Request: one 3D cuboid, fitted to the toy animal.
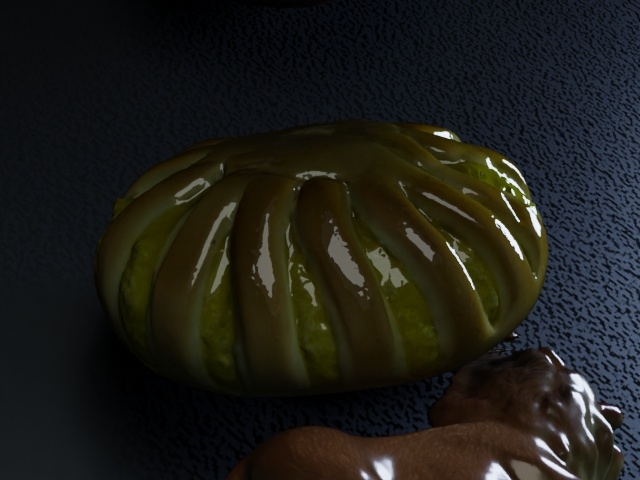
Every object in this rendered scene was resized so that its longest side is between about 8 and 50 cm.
[{"bbox_3d":[0.048,0.118,0.522,0.312,0.097,0.157,-2,47,-44],"label":"toy animal"}]

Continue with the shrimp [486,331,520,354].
[{"bbox_3d":[0.049,0.034,0.677,0.114,0.023,0.083,1,44,-10],"label":"shrimp"}]

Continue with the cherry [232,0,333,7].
[{"bbox_3d":[-0.025,-0.247,0.810,0.266,0.183,0.213,-2,52,-17],"label":"cherry"}]

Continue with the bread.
[{"bbox_3d":[0.000,0.000,0.588,0.213,0.104,0.213,-1,20,0],"label":"bread"}]
